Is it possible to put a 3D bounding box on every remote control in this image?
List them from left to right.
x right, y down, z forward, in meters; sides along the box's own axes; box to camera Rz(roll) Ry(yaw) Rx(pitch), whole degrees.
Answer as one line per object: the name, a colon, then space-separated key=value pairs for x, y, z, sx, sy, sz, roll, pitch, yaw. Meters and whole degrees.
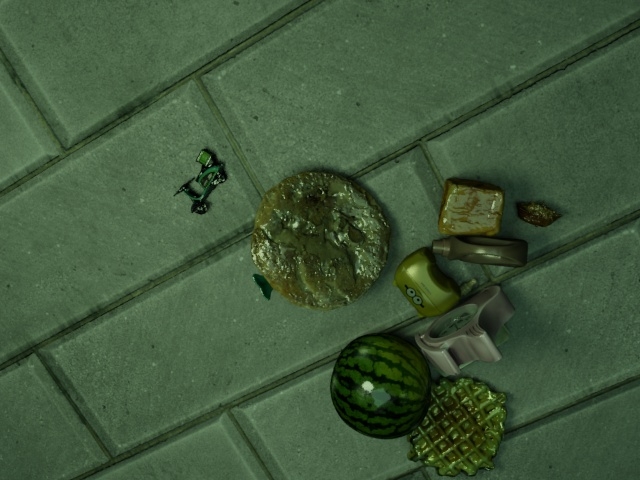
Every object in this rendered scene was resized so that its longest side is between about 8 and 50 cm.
remote control: x=0.421 y=0.298 z=1.725 sx=0.230 sy=0.049 sz=0.090 roll=-34 pitch=119 yaw=12

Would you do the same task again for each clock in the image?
clock: x=0.399 y=0.233 z=1.581 sx=0.275 sy=0.290 sz=0.080 roll=-35 pitch=98 yaw=-3

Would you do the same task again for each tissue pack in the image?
tissue pack: x=0.285 y=0.118 z=1.653 sx=0.127 sy=0.123 sz=0.178 roll=-38 pitch=91 yaw=23

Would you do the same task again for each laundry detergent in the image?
laundry detergent: x=0.417 y=0.024 z=1.593 sx=0.237 sy=0.171 sz=0.076 roll=6 pitch=89 yaw=3

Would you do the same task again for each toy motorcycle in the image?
toy motorcycle: x=-0.326 y=-0.156 z=1.677 sx=0.100 sy=0.058 sz=0.173 roll=34 pitch=104 yaw=3

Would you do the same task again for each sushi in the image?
sushi: x=0.575 y=-0.073 z=1.607 sx=0.117 sy=0.062 sz=0.060 roll=7 pitch=132 yaw=-3

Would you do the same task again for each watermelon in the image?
watermelon: x=0.166 y=0.394 z=1.663 sx=0.285 sy=0.285 sz=0.285 roll=1 pitch=105 yaw=5

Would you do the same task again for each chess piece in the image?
chess piece: x=0.398 y=0.140 z=1.698 sx=0.092 sy=0.035 sz=0.035 roll=-43 pitch=97 yaw=11

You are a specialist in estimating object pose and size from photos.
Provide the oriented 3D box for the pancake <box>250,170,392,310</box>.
pancake: x=0.001 y=0.000 z=1.615 sx=0.386 sy=0.082 sz=0.387 roll=1 pitch=86 yaw=-17

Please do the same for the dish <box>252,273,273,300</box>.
dish: x=-0.072 y=0.066 z=1.677 sx=0.246 sy=0.078 sz=0.224 roll=-31 pitch=95 yaw=-13

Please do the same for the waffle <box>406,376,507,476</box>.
waffle: x=0.398 y=0.544 z=1.788 sx=0.297 sy=0.073 sz=0.317 roll=6 pitch=99 yaw=-2

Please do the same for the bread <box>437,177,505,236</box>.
bread: x=0.389 y=-0.083 z=1.585 sx=0.158 sy=0.149 sz=0.143 roll=5 pitch=104 yaw=11
